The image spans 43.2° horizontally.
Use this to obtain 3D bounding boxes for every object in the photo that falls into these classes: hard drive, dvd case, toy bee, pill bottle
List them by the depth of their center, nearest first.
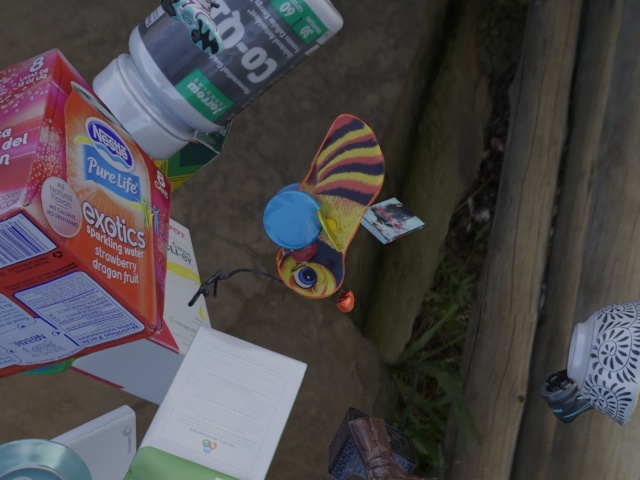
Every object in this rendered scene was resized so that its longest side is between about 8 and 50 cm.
[{"bbox_3d":[0.000,0.000,0.991,0.162,0.298,0.195,38,31,-4],"label":"toy bee"},{"bbox_3d":[-0.162,-0.298,1.250,0.361,0.204,0.204,-37,71,14],"label":"pill bottle"},{"bbox_3d":[0.131,-0.038,1.529,0.119,0.013,0.087,-21,55,-41],"label":"dvd case"},{"bbox_3d":[-0.555,0.526,1.746,0.047,0.233,0.353,23,29,36],"label":"hard drive"}]

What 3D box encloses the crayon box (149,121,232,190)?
[{"bbox_3d":[-0.332,-0.233,1.959,0.081,0.319,0.202,32,51,-26],"label":"crayon box"}]

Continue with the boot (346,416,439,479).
[{"bbox_3d":[0.094,0.274,1.043,0.106,0.037,0.114,5,45,-30],"label":"boot"}]

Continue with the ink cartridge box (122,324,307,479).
[{"bbox_3d":[-0.097,0.186,0.705,0.109,0.062,0.209,20,51,3],"label":"ink cartridge box"}]

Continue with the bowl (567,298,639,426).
[{"bbox_3d":[0.371,0.152,1.061,0.080,0.170,0.170,9,70,13],"label":"bowl"}]

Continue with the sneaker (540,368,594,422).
[{"bbox_3d":[0.625,0.312,1.847,0.267,0.101,0.106,-32,105,-9],"label":"sneaker"}]

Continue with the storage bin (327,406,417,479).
[{"bbox_3d":[0.085,0.362,1.367,0.122,0.180,0.084,28,91,0],"label":"storage bin"}]

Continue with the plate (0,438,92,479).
[{"bbox_3d":[-0.401,0.360,1.093,0.188,0.024,0.188,-6,105,-24],"label":"plate"}]

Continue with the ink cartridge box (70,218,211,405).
[{"bbox_3d":[-0.376,0.099,1.622,0.160,0.279,0.384,-34,50,17],"label":"ink cartridge box"}]

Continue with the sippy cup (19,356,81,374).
[{"bbox_3d":[-0.429,0.043,1.109,0.306,0.240,0.224,26,59,-31],"label":"sippy cup"}]

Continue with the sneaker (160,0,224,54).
[{"bbox_3d":[-0.139,-0.272,0.982,0.098,0.038,0.069,49,40,-1],"label":"sneaker"}]

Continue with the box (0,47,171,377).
[{"bbox_3d":[-0.231,0.008,0.480,0.257,0.128,0.122,-17,50,16],"label":"box"}]
